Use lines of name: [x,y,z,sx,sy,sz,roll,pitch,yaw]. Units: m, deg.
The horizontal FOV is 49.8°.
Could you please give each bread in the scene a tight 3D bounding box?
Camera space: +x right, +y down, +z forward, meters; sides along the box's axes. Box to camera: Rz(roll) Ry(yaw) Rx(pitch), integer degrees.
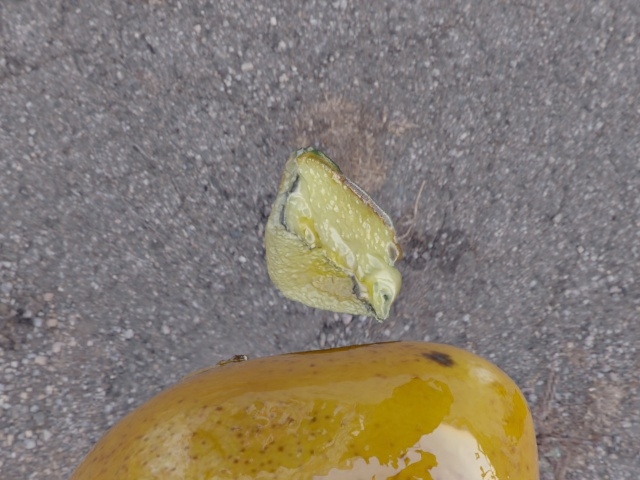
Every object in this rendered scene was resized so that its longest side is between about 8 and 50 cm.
bread: [-0.002,0.006,0.961,0.133,0.252,0.174,-23,43,35]

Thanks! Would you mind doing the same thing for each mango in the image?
mango: [-0.004,0.149,0.362,0.290,0.191,0.159,-25,118,-16]
